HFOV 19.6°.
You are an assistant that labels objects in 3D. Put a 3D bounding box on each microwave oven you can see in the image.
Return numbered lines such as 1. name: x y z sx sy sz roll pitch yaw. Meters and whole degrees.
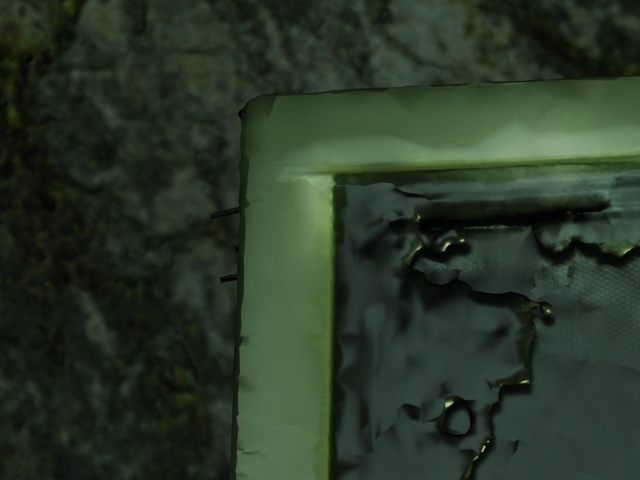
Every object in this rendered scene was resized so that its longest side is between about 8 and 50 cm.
1. microwave oven: 0.168 0.093 0.565 0.355 0.286 0.218 -2 69 9

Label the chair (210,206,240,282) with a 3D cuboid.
1. chair: 0.000 -0.001 0.766 0.086 0.042 0.037 -11 71 7
